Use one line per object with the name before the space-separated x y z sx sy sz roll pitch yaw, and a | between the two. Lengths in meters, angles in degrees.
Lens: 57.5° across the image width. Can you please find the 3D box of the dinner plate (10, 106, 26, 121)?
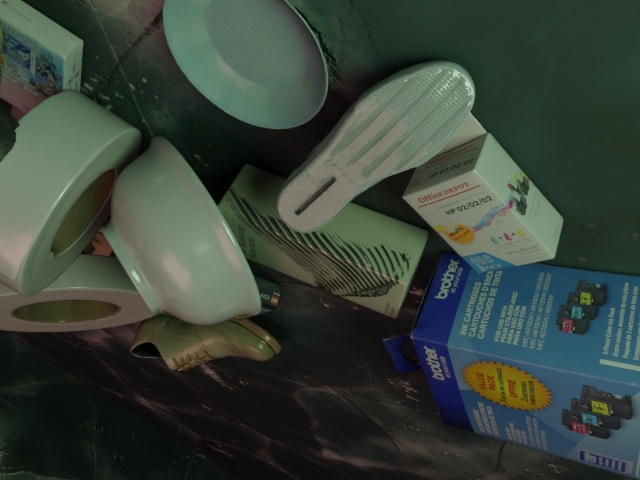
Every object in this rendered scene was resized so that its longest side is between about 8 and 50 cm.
dinner plate | -0.492 -0.155 0.962 0.141 0.017 0.141 14 110 44

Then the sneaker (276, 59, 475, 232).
sneaker | 0.050 -0.108 0.628 0.258 0.091 0.094 -33 111 32

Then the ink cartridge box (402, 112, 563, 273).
ink cartridge box | 0.167 -0.047 0.642 0.181 0.061 0.104 42 146 -21

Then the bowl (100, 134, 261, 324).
bowl | -0.217 0.012 0.834 0.298 0.134 0.297 49 160 25

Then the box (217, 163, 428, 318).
box | 0.000 0.000 0.809 0.275 0.094 0.113 20 149 12

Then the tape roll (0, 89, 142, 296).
tape roll | -0.374 -0.064 0.823 0.100 0.286 0.286 33 148 -7

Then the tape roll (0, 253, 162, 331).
tape roll | -0.521 0.118 1.209 0.392 0.072 0.392 -8 162 -3

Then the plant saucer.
plant saucer | -0.074 -0.205 0.624 0.195 0.037 0.195 21 148 13

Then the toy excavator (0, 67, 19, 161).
toy excavator | -0.600 -0.203 0.732 0.433 0.445 0.222 -29 136 7

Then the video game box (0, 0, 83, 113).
video game box | -0.433 -0.262 0.810 0.205 0.048 0.187 33 150 -8

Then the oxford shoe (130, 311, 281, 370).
oxford shoe | -0.262 0.238 1.305 0.397 0.146 0.140 1 139 37

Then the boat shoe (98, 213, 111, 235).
boat shoe | -0.396 -0.051 1.047 0.257 0.095 0.095 33 154 -9

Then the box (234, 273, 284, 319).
box | -0.207 0.080 1.077 0.233 0.044 0.159 26 152 -27

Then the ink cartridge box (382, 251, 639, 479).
ink cartridge box | 0.289 0.164 0.777 0.396 0.151 0.270 9 144 31

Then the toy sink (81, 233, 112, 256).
toy sink | -0.565 -0.002 1.209 0.234 0.131 0.153 36 148 -13

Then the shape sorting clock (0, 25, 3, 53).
shape sorting clock | -0.490 -0.302 0.718 0.206 0.040 0.206 20 146 14
